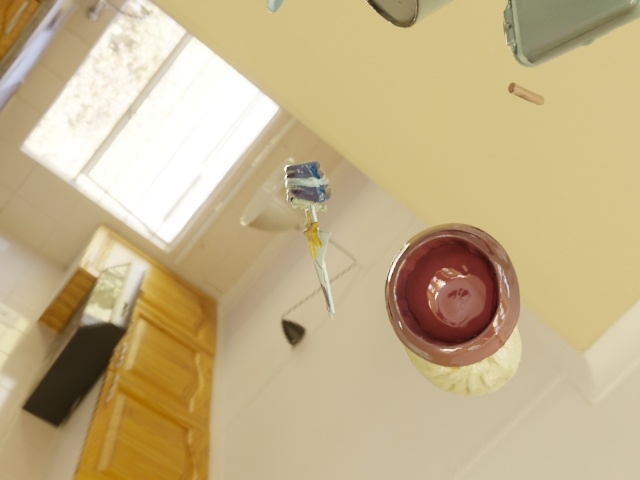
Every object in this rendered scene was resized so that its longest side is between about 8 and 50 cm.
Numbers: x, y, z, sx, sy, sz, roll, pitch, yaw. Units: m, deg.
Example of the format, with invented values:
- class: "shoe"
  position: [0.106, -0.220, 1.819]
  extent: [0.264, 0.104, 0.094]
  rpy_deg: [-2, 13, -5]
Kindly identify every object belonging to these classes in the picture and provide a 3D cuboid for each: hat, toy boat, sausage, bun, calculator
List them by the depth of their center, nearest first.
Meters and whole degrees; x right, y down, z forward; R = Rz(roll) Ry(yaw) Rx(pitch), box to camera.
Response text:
- class: "calculator"
  position: [0.329, -0.321, 0.976]
  extent: [0.246, 0.045, 0.141]
  rpy_deg: [-20, -107, 57]
- class: "hat"
  position: [0.187, 0.077, 1.066]
  extent: [0.205, 0.205, 0.089]
  rpy_deg: [-50, 154, 9]
- class: "bun"
  position: [0.243, 0.177, 1.320]
  extent: [0.222, 0.222, 0.127]
  rpy_deg: [-46, 172, 21]
- class: "toy boat"
  position: [0.000, 0.000, 1.368]
  extent: [0.067, 0.291, 0.220]
  rpy_deg: [-16, -172, -12]
- class: "sausage"
  position: [0.483, -0.341, 1.757]
  extent: [0.026, 0.116, 0.026]
  rpy_deg: [-21, -116, 50]

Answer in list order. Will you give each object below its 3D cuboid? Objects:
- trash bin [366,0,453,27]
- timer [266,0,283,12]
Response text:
- class: "trash bin"
  position: [0.250, -0.555, 1.187]
  extent: [0.432, 0.280, 0.280]
  rpy_deg: [-35, -164, -7]
- class: "timer"
  position: [-0.029, -0.332, 0.582]
  extent: [0.255, 0.175, 0.175]
  rpy_deg: [-45, -161, 24]
